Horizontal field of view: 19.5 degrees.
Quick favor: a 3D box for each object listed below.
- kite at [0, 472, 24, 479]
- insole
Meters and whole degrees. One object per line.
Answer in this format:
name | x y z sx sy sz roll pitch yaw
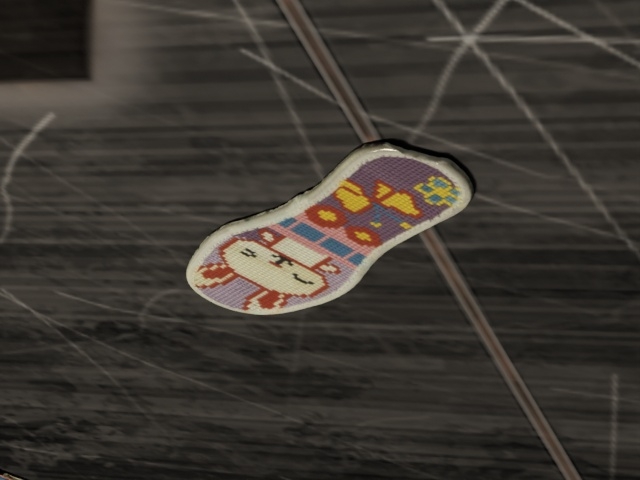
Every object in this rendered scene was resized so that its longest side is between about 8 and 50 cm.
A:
kite | -0.269 0.161 1.206 0.234 0.016 0.321 0 147 28
insole | 0.000 0.000 0.798 0.065 0.004 0.197 29 149 -21
